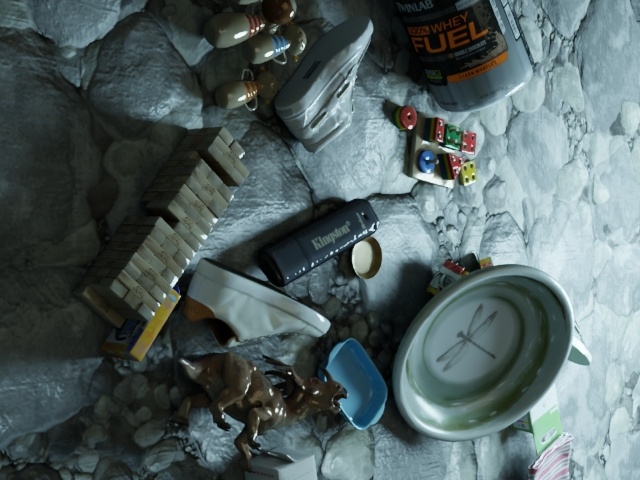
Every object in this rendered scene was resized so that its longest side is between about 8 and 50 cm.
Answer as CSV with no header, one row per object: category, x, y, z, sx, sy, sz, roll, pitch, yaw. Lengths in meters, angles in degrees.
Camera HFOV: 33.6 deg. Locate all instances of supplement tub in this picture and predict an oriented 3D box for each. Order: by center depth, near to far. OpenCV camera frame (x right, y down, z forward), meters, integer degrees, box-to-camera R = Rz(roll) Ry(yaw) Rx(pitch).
supplement tub,0.260,-0.432,2.021,0.207,0.207,0.338,-46,120,-34

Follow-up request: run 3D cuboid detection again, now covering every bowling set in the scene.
bowling set,-0.079,-0.352,1.705,0.154,0.200,0.287,-24,111,-43

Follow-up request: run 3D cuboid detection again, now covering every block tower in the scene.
block tower,-0.234,-0.023,1.625,0.091,0.097,0.335,49,60,-33

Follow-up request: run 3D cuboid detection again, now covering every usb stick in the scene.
usb stick,0.000,0.000,1.879,0.278,0.045,0.077,-29,83,-41

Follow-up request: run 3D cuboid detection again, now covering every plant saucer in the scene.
plant saucer,0.083,0.032,1.991,0.083,0.015,0.083,-1,91,-44
plant saucer,0.307,0.208,2.091,0.401,0.100,0.400,-11,121,-19

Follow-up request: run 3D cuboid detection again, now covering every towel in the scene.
towel,0.512,0.535,2.371,0.144,0.029,0.197,-34,133,-33

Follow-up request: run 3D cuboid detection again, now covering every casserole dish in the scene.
casserole dish,0.056,0.263,1.955,0.114,0.037,0.188,-51,123,-30

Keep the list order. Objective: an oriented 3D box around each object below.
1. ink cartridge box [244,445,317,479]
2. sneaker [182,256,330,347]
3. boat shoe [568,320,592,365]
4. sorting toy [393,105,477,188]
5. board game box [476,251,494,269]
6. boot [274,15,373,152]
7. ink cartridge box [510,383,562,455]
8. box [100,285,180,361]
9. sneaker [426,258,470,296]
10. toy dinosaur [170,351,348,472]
ink cartridge box,-0.064,0.418,1.801,0.090,0.092,0.143,-14,101,-44
sneaker,-0.112,0.127,1.759,0.290,0.106,0.123,25,90,-39
boat shoe,0.562,0.208,2.421,0.219,0.078,0.070,45,62,-33
sorting toy,0.247,-0.179,2.125,0.275,0.046,0.132,12,83,-44
board game box,0.383,0.153,2.229,0.124,0.039,0.259,-89,156,-66
boot,0.025,-0.275,1.887,0.258,0.095,0.123,-51,130,-21
ink cartridge box,0.467,0.353,2.340,0.109,0.062,0.209,-26,110,-42
box,-0.268,0.117,1.603,0.028,0.081,0.136,46,60,-34
sneaker,0.284,0.137,2.157,0.093,0.088,0.225,-43,123,-9
toy dinosaur,-0.119,0.241,1.733,0.296,0.127,0.200,37,55,-22
